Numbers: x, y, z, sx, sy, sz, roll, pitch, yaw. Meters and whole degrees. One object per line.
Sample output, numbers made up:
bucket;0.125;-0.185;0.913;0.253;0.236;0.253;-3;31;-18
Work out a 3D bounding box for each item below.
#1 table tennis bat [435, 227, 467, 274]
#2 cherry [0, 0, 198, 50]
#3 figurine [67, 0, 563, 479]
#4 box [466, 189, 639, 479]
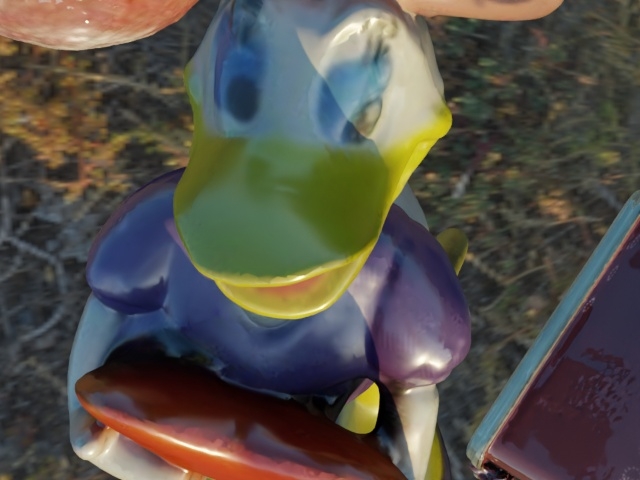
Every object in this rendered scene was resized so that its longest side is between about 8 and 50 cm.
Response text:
table tennis bat;-0.005;0.137;1.189;0.054;0.224;0.369;32;122;1
cherry;-0.168;-0.239;1.002;0.236;0.213;0.285;-27;92;33
figurine;-0.001;0.006;0.662;0.154;0.421;0.193;15;69;7
box;0.272;0.119;1.569;0.167;0.193;0.294;33;89;16
